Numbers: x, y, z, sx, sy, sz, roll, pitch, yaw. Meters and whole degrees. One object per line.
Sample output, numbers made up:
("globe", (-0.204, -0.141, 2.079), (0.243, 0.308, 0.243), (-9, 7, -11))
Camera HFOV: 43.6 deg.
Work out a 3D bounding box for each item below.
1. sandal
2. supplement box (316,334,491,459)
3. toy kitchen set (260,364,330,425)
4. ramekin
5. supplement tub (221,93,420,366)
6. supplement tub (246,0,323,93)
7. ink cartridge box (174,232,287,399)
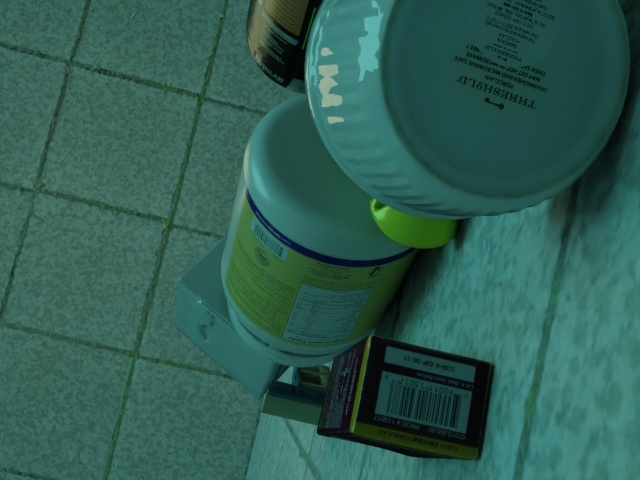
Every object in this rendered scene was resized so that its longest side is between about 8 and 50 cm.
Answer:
("sandal", (0.099, -0.151, 0.870), (0.138, 0.126, 0.317), (-61, 39, 46))
("supplement box", (0.066, 0.143, 0.708), (0.188, 0.104, 0.080), (123, 161, -74))
("toy kitchen set", (-0.027, 0.205, 1.420), (0.207, 0.122, 0.166), (-107, 31, -79))
("ramekin", (0.100, -0.111, 0.527), (0.109, 0.207, 0.207), (-146, 69, -75))
("supplement tub", (0.000, 0.000, 1.036), (0.331, 0.241, 0.241), (111, 171, -52))
("supplement tub", (0.011, -0.345, 1.045), (0.316, 0.194, 0.193), (123, 160, -68))
("ink cartridge box", (-0.076, 0.078, 1.306), (0.270, 0.197, 0.198), (-45, -11, -28))
